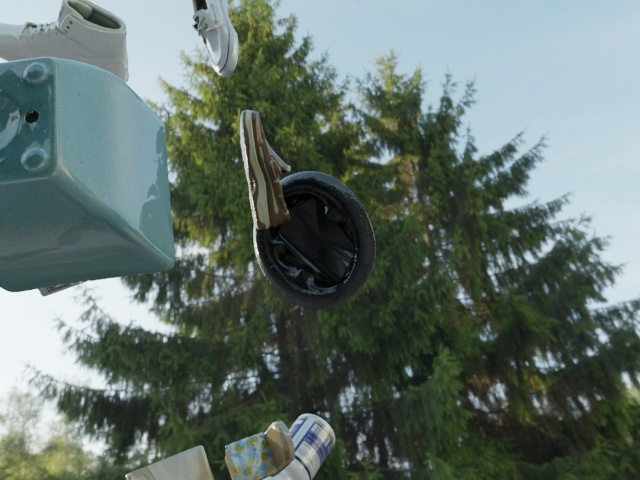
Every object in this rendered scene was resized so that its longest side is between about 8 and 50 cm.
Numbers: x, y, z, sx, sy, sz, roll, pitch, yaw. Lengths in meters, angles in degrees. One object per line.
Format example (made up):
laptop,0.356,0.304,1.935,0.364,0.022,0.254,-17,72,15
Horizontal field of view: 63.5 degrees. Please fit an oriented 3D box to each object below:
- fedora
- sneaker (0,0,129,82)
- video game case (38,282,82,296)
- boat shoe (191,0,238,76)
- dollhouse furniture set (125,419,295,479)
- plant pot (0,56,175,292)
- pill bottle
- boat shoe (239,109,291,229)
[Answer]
fedora,0.000,0.000,1.266,0.334,0.333,0.152,-25,-12,22
sneaker,-0.548,-0.439,1.072,0.293,0.108,0.169,9,-36,-16
video game case,-0.433,0.005,0.950,0.213,0.023,0.193,-21,-35,-21
boat shoe,-0.229,-0.439,1.057,0.076,0.226,0.083,4,-26,-42
dollhouse furniture set,-0.145,0.474,0.680,0.362,0.394,0.256,-13,-29,-28
plant pot,-0.348,-0.089,0.654,0.248,0.247,0.252,-8,-15,-2
pill bottle,-0.049,0.432,1.017,0.094,0.094,0.169,-43,-2,40
boat shoe,-0.115,-0.156,1.130,0.095,0.095,0.257,-10,-75,-12
